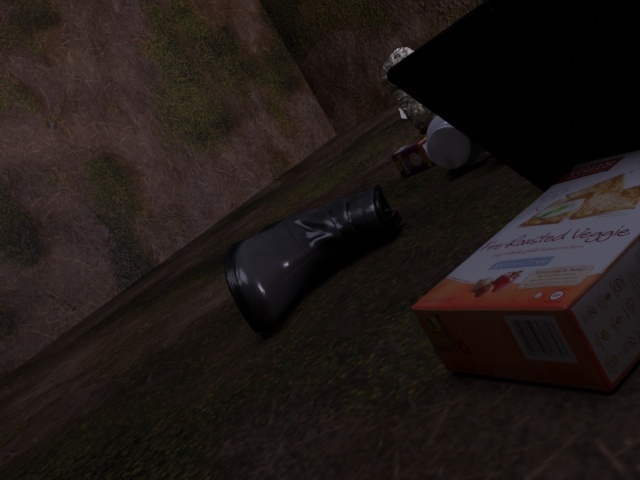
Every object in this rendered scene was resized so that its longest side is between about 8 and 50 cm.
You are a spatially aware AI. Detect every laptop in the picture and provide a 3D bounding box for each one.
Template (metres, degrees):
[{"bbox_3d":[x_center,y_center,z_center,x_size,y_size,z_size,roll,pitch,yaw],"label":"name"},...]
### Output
[{"bbox_3d":[0.350,-0.213,0.643,0.382,0.408,0.236,-26,44,50],"label":"laptop"}]

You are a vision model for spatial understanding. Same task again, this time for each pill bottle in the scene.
[{"bbox_3d":[0.244,-0.189,1.216,0.103,0.103,0.184,-25,12,31],"label":"pill bottle"}]

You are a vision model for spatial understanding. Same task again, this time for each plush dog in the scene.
[{"bbox_3d":[0.297,-0.333,1.537,0.225,0.262,0.210,-37,41,22],"label":"plush dog"}]

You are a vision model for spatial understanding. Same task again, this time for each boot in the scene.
[{"bbox_3d":[0.000,0.000,1.022,0.222,0.118,0.338,-22,17,17],"label":"boot"}]

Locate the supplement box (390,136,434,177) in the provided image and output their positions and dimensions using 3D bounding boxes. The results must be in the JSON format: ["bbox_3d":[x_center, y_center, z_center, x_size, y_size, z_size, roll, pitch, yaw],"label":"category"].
[{"bbox_3d":[0.193,-0.169,1.402,0.083,0.055,0.043,-20,15,49],"label":"supplement box"}]

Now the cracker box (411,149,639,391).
[{"bbox_3d":[0.201,0.009,0.518,0.232,0.067,0.155,-36,12,-27],"label":"cracker box"}]
